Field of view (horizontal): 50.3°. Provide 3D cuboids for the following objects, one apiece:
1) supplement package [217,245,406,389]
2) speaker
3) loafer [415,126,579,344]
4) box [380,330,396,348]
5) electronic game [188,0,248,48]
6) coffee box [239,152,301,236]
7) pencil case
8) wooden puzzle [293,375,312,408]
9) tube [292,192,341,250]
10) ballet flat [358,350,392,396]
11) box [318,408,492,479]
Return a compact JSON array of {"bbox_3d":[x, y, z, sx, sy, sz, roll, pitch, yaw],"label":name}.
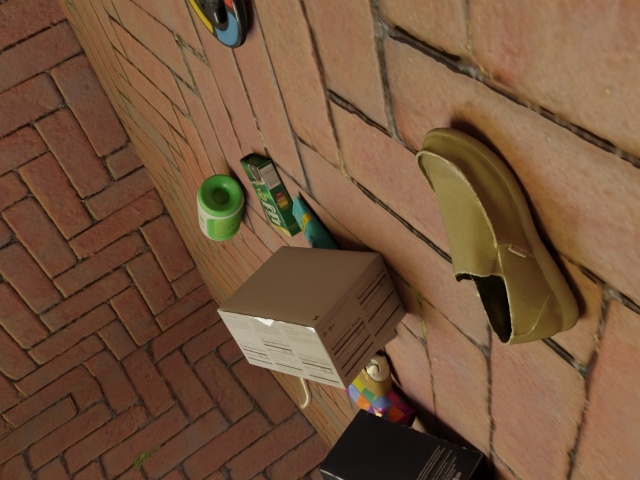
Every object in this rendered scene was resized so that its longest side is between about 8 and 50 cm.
[{"bbox_3d":[-0.016,0.130,1.258,0.261,0.204,0.145,4,130,44],"label":"supplement package"},{"bbox_3d":[-0.282,-0.087,1.922,0.131,0.131,0.296,55,165,7],"label":"speaker"},{"bbox_3d":[0.180,0.001,0.743,0.269,0.092,0.102,57,165,0],"label":"loafer"},{"bbox_3d":[0.079,0.170,1.380,0.102,0.101,0.087,40,158,46],"label":"box"},{"bbox_3d":[-0.188,-0.420,1.106,0.229,0.048,0.229,51,164,21],"label":"electronic game"},{"bbox_3d":[-0.108,-0.101,1.520,0.113,0.040,0.184,30,150,58],"label":"coffee box"},{"bbox_3d":[0.131,0.367,1.641,0.236,0.104,0.104,47,162,39],"label":"pencil case"},{"bbox_3d":[-0.068,0.246,1.872,0.322,0.080,0.348,-146,42,-82],"label":"wooden puzzle"},{"bbox_3d":[0.000,0.000,1.396,0.207,0.052,0.080,55,154,23],"label":"tube"},{"bbox_3d":[0.104,0.256,1.537,0.232,0.080,0.073,57,150,-8],"label":"ballet flat"},{"bbox_3d":[0.212,0.579,1.479,0.312,0.179,0.343,10,136,42],"label":"box"}]
